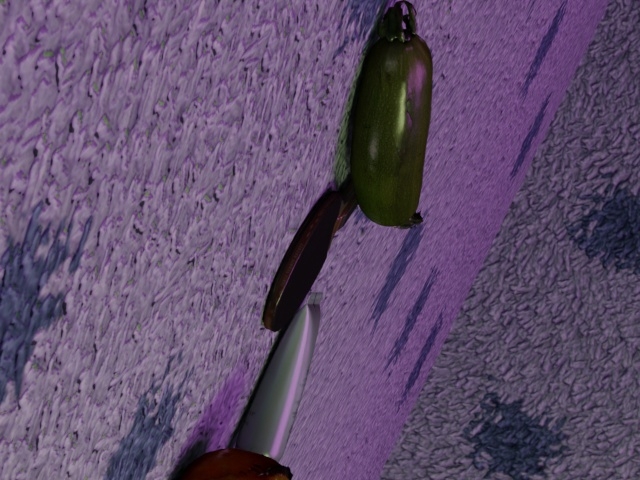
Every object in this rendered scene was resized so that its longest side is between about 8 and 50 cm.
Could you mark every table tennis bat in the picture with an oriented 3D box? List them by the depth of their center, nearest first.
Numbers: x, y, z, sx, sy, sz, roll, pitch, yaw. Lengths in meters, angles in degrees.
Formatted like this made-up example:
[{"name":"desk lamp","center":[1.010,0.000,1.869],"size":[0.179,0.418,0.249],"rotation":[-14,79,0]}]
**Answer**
[{"name":"table tennis bat","center":[0.000,0.000,1.852],"size":[0.220,0.019,0.130],"rotation":[-55,166,-42]}]

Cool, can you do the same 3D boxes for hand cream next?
[{"name":"hand cream","center":[-0.039,0.148,1.942],"size":[0.078,0.050,0.205],"rotation":[15,96,-79]}]

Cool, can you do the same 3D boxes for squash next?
[{"name":"squash","center":[0.067,-0.092,1.783],"size":[0.080,0.071,0.318],"rotation":[-32,150,-19]}]

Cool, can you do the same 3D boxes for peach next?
[{"name":"peach","center":[-0.094,0.251,1.766],"size":[0.172,0.092,0.127],"rotation":[4,106,-68]}]
